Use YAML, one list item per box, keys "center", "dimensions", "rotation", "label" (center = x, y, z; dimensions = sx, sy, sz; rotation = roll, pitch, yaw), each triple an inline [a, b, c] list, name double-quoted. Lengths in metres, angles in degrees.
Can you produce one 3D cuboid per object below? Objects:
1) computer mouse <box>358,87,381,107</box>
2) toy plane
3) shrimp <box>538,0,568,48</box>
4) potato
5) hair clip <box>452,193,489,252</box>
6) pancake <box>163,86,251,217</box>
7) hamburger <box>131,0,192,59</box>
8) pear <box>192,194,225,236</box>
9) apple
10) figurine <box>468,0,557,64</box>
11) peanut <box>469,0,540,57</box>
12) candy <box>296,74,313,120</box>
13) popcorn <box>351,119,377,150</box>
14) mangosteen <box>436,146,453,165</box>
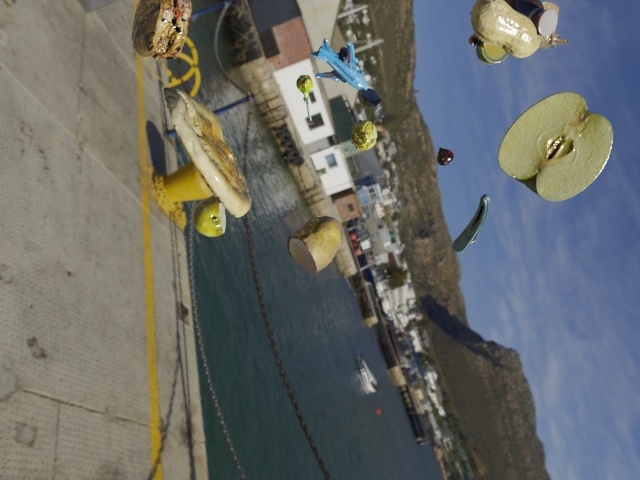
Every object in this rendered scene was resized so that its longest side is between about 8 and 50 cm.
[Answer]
- center: [0.224, -0.659, 2.163]
  dimensions: [0.172, 0.099, 0.057]
  rotation: [-99, -163, -48]
  label: "computer mouse"
- center: [0.093, -0.720, 1.929]
  dimensions: [0.271, 0.254, 0.105]
  rotation: [27, 65, -24]
  label: "toy plane"
- center: [0.793, -0.758, 1.656]
  dimensions: [0.168, 0.317, 0.077]
  rotation: [-48, -126, 50]
  label: "shrimp"
- center: [0.000, 0.000, 2.096]
  dimensions: [0.229, 0.266, 0.229]
  rotation: [36, -32, 27]
  label: "potato"
- center: [0.457, -0.060, 1.373]
  dimensions: [0.048, 0.083, 0.275]
  rotation: [54, -17, 28]
  label: "hair clip"
- center: [-0.290, -0.238, 1.248]
  dimensions: [0.386, 0.082, 0.387]
  rotation: [62, 4, -7]
  label: "pancake"
- center: [-0.483, -0.653, 1.392]
  dimensions: [0.107, 0.231, 0.230]
  rotation: [3, 62, -46]
  label: "hamburger"
- center: [-0.375, -0.080, 1.556]
  dimensions: [0.141, 0.104, 0.141]
  rotation: [175, -90, -83]
  label: "pear"
- center: [0.887, -0.354, 1.755]
  dimensions: [0.320, 0.360, 0.311]
  rotation: [11, 31, -46]
  label: "apple"
- center: [0.542, -0.604, 1.319]
  dimensions: [0.275, 0.161, 0.158]
  rotation: [-118, -159, -78]
  label: "figurine"
- center: [0.452, -0.514, 1.135]
  dimensions: [0.214, 0.098, 0.090]
  rotation: [18, 38, -22]
  label: "peanut"
- center: [-0.045, -0.481, 1.588]
  dimensions: [0.194, 0.058, 0.062]
  rotation: [80, 30, -57]
  label: "candy"
- center: [0.170, -0.415, 1.846]
  dimensions: [0.116, 0.120, 0.106]
  rotation: [33, 32, -11]
  label: "popcorn"
- center: [0.565, -0.381, 2.117]
  dimensions: [0.081, 0.081, 0.080]
  rotation: [-20, 90, -85]
  label: "mangosteen"
